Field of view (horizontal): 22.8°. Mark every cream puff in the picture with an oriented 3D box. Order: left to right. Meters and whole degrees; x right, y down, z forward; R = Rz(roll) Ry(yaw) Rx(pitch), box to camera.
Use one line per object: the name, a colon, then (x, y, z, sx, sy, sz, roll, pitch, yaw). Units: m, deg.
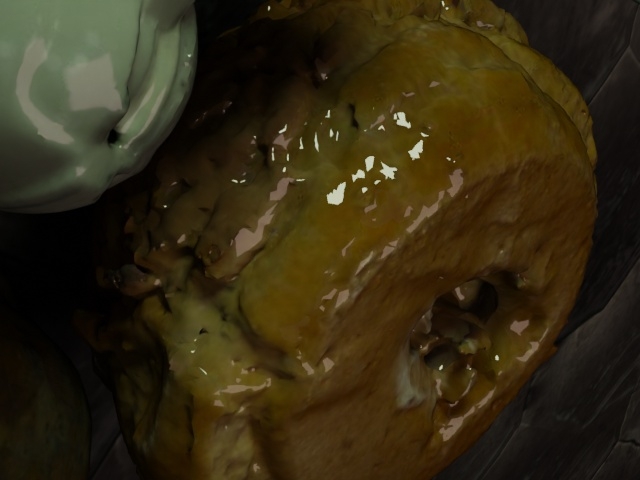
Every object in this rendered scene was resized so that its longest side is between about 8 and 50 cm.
cream puff: (0.000, 0.000, 0.926, 0.343, 0.231, 0.327, -48, 150, -2)

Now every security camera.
security camera: (-0.101, -0.143, 0.664, 0.277, 0.191, 0.197, -55, 157, 11)

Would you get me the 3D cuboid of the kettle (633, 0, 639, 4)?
kettle: (0.256, -0.300, 1.008, 0.265, 0.205, 0.318, -42, 153, -25)

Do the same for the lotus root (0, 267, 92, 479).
lotus root: (-0.227, 0.141, 0.846, 0.267, 0.149, 0.260, -54, 151, 10)
